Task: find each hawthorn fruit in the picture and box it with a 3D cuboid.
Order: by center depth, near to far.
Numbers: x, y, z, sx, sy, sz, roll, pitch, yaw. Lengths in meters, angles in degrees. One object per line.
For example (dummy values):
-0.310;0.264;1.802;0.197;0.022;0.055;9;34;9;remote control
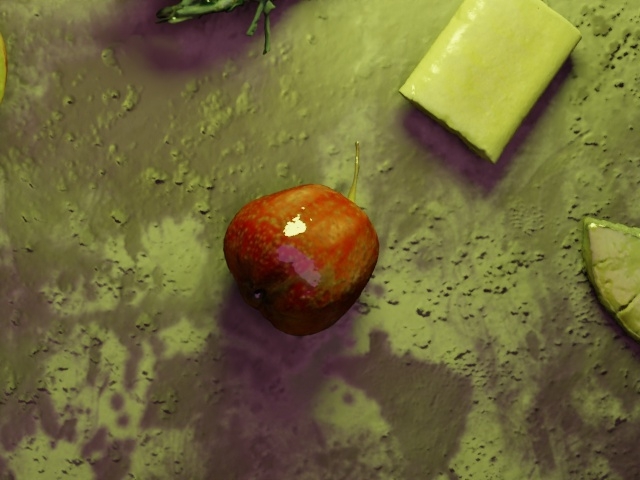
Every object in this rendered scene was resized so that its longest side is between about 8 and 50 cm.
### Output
0.000;0.000;1.769;0.203;0.163;0.162;-39;98;-21;hawthorn fruit

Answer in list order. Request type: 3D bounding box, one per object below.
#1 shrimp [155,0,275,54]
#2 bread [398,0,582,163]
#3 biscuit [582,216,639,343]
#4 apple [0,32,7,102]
-0.099;-0.286;1.721;0.372;0.137;0.172;-19;80;-7;shrimp
0.188;-0.195;1.807;0.139;0.060;0.178;37;89;-9;bread
0.423;0.072;1.868;0.290;0.038;0.141;15;93;-8;biscuit
-0.430;-0.168;1.680;0.207;0.174;0.188;16;112;-10;apple
